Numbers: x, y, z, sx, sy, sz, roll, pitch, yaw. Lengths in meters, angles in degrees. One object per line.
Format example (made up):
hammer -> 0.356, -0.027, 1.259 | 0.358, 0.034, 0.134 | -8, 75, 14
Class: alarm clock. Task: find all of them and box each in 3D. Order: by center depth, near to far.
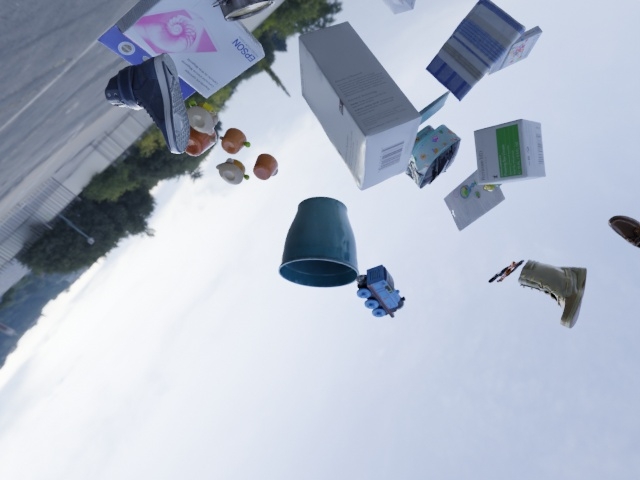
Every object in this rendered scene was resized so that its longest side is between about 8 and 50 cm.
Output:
alarm clock -> -0.187, -0.566, 0.961 | 0.129, 0.064, 0.192 | -5, -152, 35

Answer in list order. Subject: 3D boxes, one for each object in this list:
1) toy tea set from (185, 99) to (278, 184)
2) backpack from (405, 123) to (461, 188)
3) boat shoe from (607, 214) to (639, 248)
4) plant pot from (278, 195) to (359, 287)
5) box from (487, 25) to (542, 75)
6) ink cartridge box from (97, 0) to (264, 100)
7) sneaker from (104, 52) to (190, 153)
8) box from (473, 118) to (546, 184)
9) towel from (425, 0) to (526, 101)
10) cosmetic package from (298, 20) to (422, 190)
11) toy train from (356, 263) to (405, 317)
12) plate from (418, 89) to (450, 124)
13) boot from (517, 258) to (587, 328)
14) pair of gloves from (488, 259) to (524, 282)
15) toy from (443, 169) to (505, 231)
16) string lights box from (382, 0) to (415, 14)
toy tea set -> -0.286, -0.302, 1.307 | 0.200, 0.336, 0.124 | -35, -155, 42
backpack -> 0.351, -0.279, 1.298 | 0.165, 0.144, 0.188 | -36, 170, -10
boat shoe -> 0.992, -0.016, 1.284 | 0.064, 0.177, 0.060 | -58, 176, 37
plant pot -> 0.000, 0.000, 1.410 | 0.271, 0.271, 0.256 | -20, -124, 39
box -> 0.758, -0.748, 1.620 | 0.186, 0.038, 0.145 | -26, 164, -5
ink cartridge box -> -0.381, -0.548, 1.168 | 0.330, 0.324, 0.072 | -30, -114, 18
sneaker -> -0.403, -0.301, 0.954 | 0.163, 0.227, 0.086 | -11, 180, 9
box -> 0.340, -0.156, 0.736 | 0.101, 0.101, 0.087 | -9, -176, -44
towel -> 0.508, -0.638, 1.368 | 0.285, 0.034, 0.209 | -49, -121, 28
cosmetic package -> 0.087, -0.357, 1.076 | 0.156, 0.217, 0.385 | -24, -117, -11
toy train -> 0.175, 0.153, 1.184 | 0.105, 0.184, 0.080 | -21, -143, 24
plate -> 0.288, -0.350, 1.148 | 0.188, 0.024, 0.188 | -37, -171, 7
boot -> 0.790, 0.174, 1.417 | 0.203, 0.095, 0.262 | 13, -130, 31
pair of gloves -> 0.404, 0.067, 0.893 | 0.074, 0.010, 0.083 | -39, 171, -3
toy -> 0.523, -0.143, 1.375 | 0.056, 0.137, 0.237 | -13, 161, -21
string lights box -> 0.251, -0.847, 1.231 | 0.076, 0.133, 0.260 | 13, -95, 45
